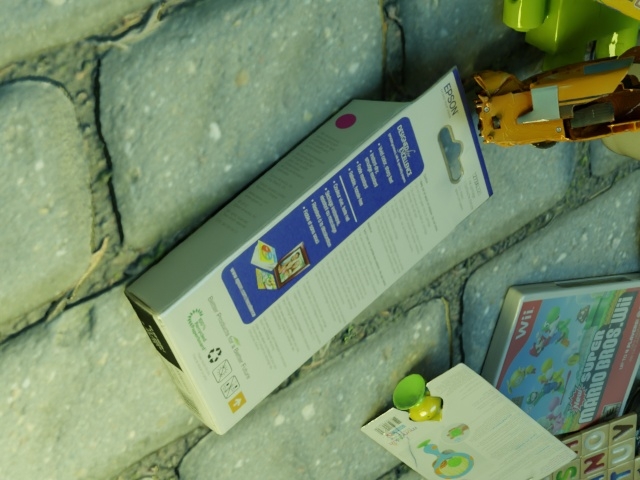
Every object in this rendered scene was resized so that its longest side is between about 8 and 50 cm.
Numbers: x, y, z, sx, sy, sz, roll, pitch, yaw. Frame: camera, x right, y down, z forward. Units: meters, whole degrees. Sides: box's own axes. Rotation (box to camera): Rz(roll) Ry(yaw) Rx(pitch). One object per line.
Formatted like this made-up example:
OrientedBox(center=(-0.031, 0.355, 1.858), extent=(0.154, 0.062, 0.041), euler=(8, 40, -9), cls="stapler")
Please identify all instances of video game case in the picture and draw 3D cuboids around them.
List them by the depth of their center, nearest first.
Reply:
OrientedBox(center=(0.292, 0.140, 1.934), extent=(0.285, 0.025, 0.204), euler=(-4, 117, -43), cls="video game case")

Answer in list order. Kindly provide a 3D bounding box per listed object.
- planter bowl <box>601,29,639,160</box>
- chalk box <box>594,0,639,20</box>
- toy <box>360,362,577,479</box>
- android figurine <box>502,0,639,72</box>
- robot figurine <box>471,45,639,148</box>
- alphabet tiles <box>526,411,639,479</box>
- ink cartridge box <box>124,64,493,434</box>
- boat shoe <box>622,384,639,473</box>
OrientedBox(center=(0.397, -0.150, 1.790), extent=(0.162, 0.109, 0.162), euler=(-24, 129, -33), cls="planter bowl")
OrientedBox(center=(0.335, -0.268, 1.483), extent=(0.132, 0.213, 0.132), euler=(-14, 126, -39), cls="chalk box")
OrientedBox(center=(0.162, 0.208, 1.803), extent=(0.137, 0.056, 0.237), euler=(-36, 134, 18), cls="toy")
OrientedBox(center=(0.280, -0.288, 1.624), extent=(0.248, 0.056, 0.272), euler=(-24, 130, -33), cls="android figurine")
OrientedBox(center=(0.290, -0.144, 1.543), extent=(0.291, 0.211, 0.085), euler=(-10, 96, 4), cls="robot figurine")
OrientedBox(center=(0.344, 0.323, 2.069), extent=(0.198, 0.009, 0.237), euler=(-18, 129, -16), cls="alphabet tiles")
OrientedBox(center=(0.000, 0.000, 1.521), extent=(0.371, 0.069, 0.175), euler=(-39, 136, -17), cls="ink cartridge box")
OrientedBox(center=(0.394, 0.239, 2.083), extent=(0.038, 0.046, 0.125), euler=(28, 93, -47), cls="boat shoe")
